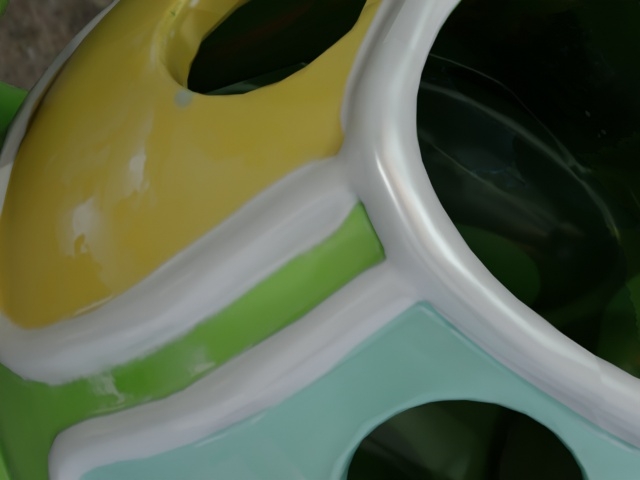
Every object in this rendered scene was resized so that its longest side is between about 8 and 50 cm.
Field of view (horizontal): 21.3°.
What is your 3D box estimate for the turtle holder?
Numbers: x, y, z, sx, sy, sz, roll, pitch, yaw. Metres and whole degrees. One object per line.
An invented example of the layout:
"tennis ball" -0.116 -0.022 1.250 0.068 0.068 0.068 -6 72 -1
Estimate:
"turtle holder" 0.018 -0.005 0.460 0.243 0.320 0.227 -33 174 -26
